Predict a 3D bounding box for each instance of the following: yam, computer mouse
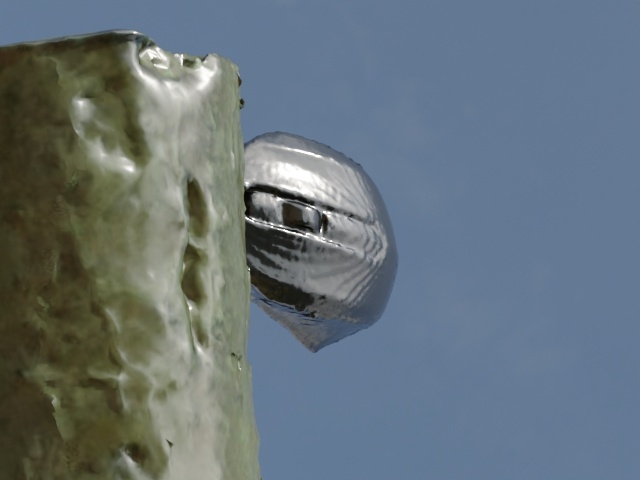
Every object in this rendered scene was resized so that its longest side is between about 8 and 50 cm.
[{"bbox_3d":[-0.116,0.076,0.812,0.195,0.195,0.300,-7,-100,23],"label":"yam"},{"bbox_3d":[0.000,0.000,1.008,0.057,0.172,0.099,-4,-108,27],"label":"computer mouse"}]
